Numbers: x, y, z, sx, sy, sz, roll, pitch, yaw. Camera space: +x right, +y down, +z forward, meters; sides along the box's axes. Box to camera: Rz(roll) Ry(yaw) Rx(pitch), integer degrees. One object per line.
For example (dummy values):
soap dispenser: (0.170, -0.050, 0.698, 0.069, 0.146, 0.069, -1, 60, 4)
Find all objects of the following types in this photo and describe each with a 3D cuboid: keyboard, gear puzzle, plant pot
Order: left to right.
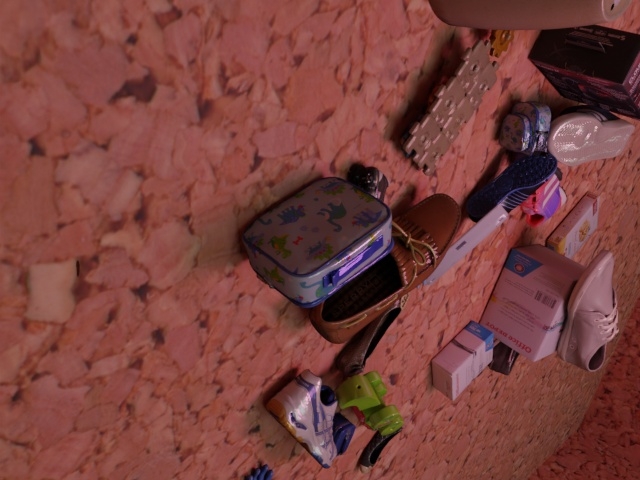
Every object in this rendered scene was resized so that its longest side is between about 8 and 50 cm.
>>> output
gear puzzle: (0.263, -0.292, 1.159, 0.339, 0.044, 0.175, -55, 151, 4)
keyboard: (0.332, 0.013, 1.436, 0.256, 0.014, 0.072, -44, 139, 12)
plant pot: (0.353, -0.441, 0.972, 0.256, 0.274, 0.257, -28, 135, -32)

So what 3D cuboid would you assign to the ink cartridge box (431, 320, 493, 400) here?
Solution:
ink cartridge box: (0.413, 0.348, 1.773, 0.190, 0.082, 0.140, -36, 138, -24)

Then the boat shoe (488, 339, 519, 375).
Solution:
boat shoe: (0.675, 0.314, 2.030, 0.335, 0.095, 0.112, -43, 141, -18)

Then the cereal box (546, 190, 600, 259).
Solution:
cereal box: (0.821, -0.021, 1.990, 0.240, 0.047, 0.173, -45, 142, -16)

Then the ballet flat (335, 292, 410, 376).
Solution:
ballet flat: (0.129, 0.202, 1.368, 0.250, 0.058, 0.084, -51, 143, -8)

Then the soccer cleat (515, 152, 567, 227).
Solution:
soccer cleat: (0.549, -0.130, 1.564, 0.116, 0.108, 0.318, -53, 146, 2)

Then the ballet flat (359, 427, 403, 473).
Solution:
ballet flat: (0.162, 0.568, 1.679, 0.057, 0.049, 0.173, 29, 93, -52)

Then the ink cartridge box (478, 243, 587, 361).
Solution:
ink cartridge box: (0.637, 0.178, 1.805, 0.197, 0.198, 0.270, -6, 121, -47)

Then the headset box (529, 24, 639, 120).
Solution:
headset box: (0.617, -0.382, 1.356, 0.293, 0.218, 0.110, 13, 105, -51)

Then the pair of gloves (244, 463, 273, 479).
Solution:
pair of gloves: (-0.184, 0.566, 1.313, 0.198, 0.023, 0.160, -16, 127, -42)

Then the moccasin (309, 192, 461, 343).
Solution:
moccasin: (0.130, 0.039, 1.181, 0.380, 0.139, 0.147, -36, 165, -14)

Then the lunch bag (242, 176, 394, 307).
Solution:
lunch bag: (0.000, 0.000, 0.978, 0.219, 0.176, 0.090, -36, 138, -27)

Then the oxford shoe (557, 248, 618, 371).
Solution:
oxford shoe: (0.766, 0.204, 1.699, 0.169, 0.130, 0.450, -35, 137, -26)

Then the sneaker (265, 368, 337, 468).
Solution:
sneaker: (-0.003, 0.385, 1.311, 0.131, 0.111, 0.297, -46, 143, -17)

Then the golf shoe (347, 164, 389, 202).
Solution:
golf shoe: (0.073, -0.037, 1.117, 0.093, 0.077, 0.198, 8, 111, -51)

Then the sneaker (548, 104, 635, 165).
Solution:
sneaker: (0.620, -0.272, 1.507, 0.349, 0.148, 0.131, -4, 127, -41)

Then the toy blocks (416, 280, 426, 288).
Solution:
toy blocks: (0.243, 0.029, 1.374, 0.123, 0.054, 0.148, -36, 138, -25)

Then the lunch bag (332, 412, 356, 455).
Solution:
lunch bag: (0.037, 0.469, 1.453, 0.067, 0.065, 0.099, -2, 117, -47)

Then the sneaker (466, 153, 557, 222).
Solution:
sneaker: (0.450, -0.119, 1.443, 0.232, 0.082, 0.090, -32, 155, 11)

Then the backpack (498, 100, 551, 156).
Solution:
backpack: (0.459, -0.253, 1.372, 0.084, 0.105, 0.115, -4, 111, -23)

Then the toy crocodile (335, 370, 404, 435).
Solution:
toy crocodile: (0.119, 0.390, 1.426, 0.105, 0.115, 0.341, -28, 153, 0)
